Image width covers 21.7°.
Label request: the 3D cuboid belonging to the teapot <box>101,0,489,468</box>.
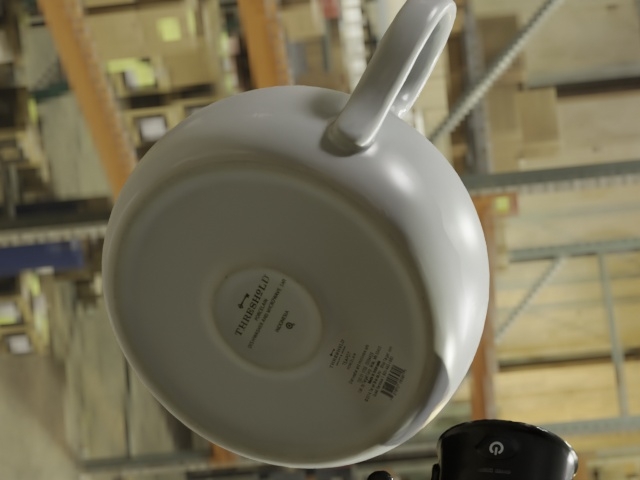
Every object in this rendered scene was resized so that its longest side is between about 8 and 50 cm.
[{"bbox_3d":[0.000,0.000,1.042,0.252,0.256,0.187,65,30,-19],"label":"teapot"}]

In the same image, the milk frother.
[{"bbox_3d":[0.093,0.198,0.972,0.143,0.129,0.135,51,41,-43],"label":"milk frother"}]
